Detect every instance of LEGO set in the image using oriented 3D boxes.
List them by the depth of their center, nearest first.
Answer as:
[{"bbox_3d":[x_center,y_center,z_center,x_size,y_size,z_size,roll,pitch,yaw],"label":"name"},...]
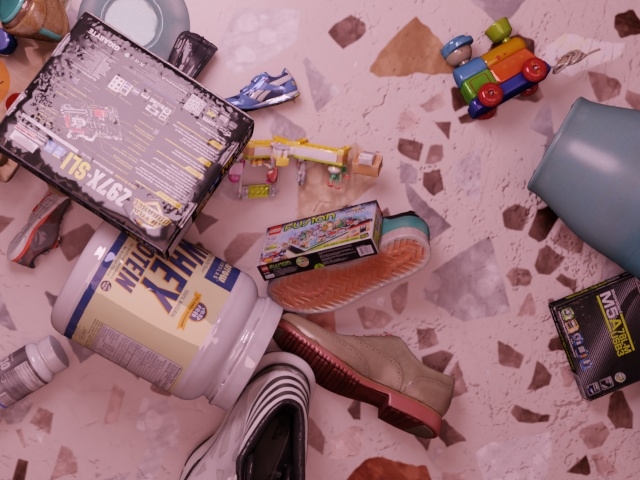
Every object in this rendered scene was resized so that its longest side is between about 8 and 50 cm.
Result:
[{"bbox_3d":[-0.042,-0.113,1.689,0.287,0.132,0.107,2,107,-18],"label":"LEGO set"}]

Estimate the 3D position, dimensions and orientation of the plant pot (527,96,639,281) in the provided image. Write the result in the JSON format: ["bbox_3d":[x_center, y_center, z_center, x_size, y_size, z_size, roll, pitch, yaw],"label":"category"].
[{"bbox_3d":[0.502,-0.106,1.667,0.255,0.271,0.272,30,91,10],"label":"plant pot"}]

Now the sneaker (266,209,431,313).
[{"bbox_3d":[0.051,0.035,1.717,0.302,0.121,0.108,-19,118,15],"label":"sneaker"}]

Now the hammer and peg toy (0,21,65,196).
[{"bbox_3d":[-0.511,-0.241,1.636,0.361,0.127,0.266,33,89,-6],"label":"hammer and peg toy"}]

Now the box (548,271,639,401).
[{"bbox_3d":[0.530,0.170,1.782,0.184,0.045,0.191,-21,96,-1],"label":"box"}]

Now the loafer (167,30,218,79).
[{"bbox_3d":[-0.245,-0.245,1.679,0.078,0.076,0.223,23,94,-11],"label":"loafer"}]

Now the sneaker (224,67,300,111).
[{"bbox_3d":[-0.110,-0.257,1.702,0.144,0.053,0.059,-16,96,-12],"label":"sneaker"}]

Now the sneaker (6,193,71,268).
[{"bbox_3d":[-0.472,-0.019,1.698,0.065,0.061,0.158,39,91,-33],"label":"sneaker"}]

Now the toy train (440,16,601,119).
[{"bbox_3d":[0.343,-0.329,1.714,0.248,0.105,0.143,-30,82,-2],"label":"toy train"}]

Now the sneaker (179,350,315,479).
[{"bbox_3d":[-0.144,0.416,1.624,0.169,0.257,0.448,23,103,-6],"label":"sneaker"}]

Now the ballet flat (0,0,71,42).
[{"bbox_3d":[-0.466,-0.435,1.596,0.116,0.342,0.124,-41,139,20],"label":"ballet flat"}]

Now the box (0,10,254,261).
[{"bbox_3d":[-0.302,-0.163,1.524,0.322,0.079,0.257,32,78,0],"label":"box"}]

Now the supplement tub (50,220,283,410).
[{"bbox_3d":[-0.250,0.117,1.625,0.324,0.235,0.235,29,91,-6],"label":"supplement tub"}]

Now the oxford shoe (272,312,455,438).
[{"bbox_3d":[0.075,0.212,1.735,0.348,0.123,0.130,32,64,-4],"label":"oxford shoe"}]

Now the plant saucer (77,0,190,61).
[{"bbox_3d":[-0.321,-0.372,1.685,0.195,0.037,0.195,0,95,-5],"label":"plant saucer"}]

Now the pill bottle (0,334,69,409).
[{"bbox_3d":[-0.508,0.225,1.691,0.137,0.078,0.078,-31,96,-2],"label":"pill bottle"}]

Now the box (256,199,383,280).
[{"bbox_3d":[0.000,0.000,1.662,0.207,0.114,0.036,-14,123,18],"label":"box"}]
